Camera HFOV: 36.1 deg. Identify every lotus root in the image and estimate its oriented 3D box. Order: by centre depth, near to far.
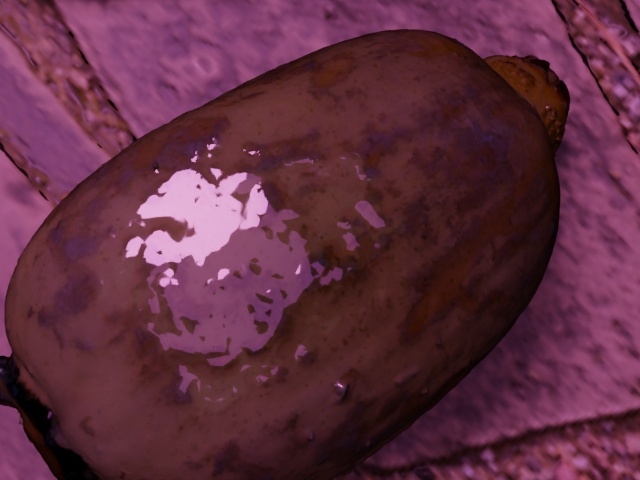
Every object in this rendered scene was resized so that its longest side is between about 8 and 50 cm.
[{"bbox_3d":[0.000,0.000,0.450,0.309,0.173,0.173,-36,89,-15],"label":"lotus root"}]
